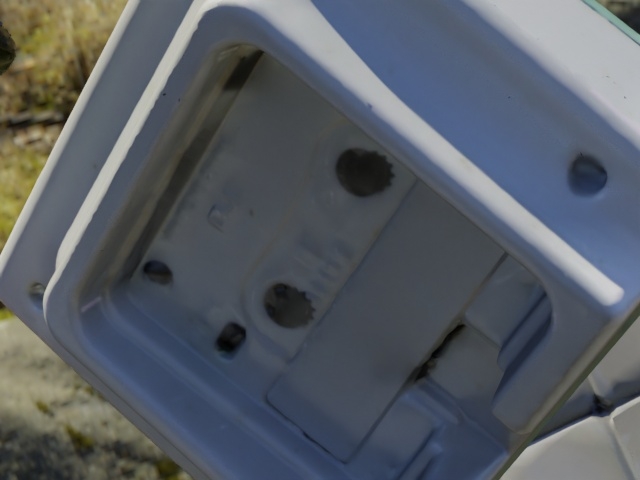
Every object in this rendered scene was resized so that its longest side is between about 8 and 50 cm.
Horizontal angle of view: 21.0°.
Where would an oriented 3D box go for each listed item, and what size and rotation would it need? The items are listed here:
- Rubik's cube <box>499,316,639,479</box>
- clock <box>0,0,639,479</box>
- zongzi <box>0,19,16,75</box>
[{"bbox_3d":[0.163,0.086,1.085,0.221,0.224,0.231,34,98,24],"label":"Rubik's cube"},{"bbox_3d":[0.000,0.000,0.664,0.231,0.262,0.116,38,34,6],"label":"clock"},{"bbox_3d":[-0.274,-0.153,1.085,0.062,0.154,0.130,-30,82,31],"label":"zongzi"}]
